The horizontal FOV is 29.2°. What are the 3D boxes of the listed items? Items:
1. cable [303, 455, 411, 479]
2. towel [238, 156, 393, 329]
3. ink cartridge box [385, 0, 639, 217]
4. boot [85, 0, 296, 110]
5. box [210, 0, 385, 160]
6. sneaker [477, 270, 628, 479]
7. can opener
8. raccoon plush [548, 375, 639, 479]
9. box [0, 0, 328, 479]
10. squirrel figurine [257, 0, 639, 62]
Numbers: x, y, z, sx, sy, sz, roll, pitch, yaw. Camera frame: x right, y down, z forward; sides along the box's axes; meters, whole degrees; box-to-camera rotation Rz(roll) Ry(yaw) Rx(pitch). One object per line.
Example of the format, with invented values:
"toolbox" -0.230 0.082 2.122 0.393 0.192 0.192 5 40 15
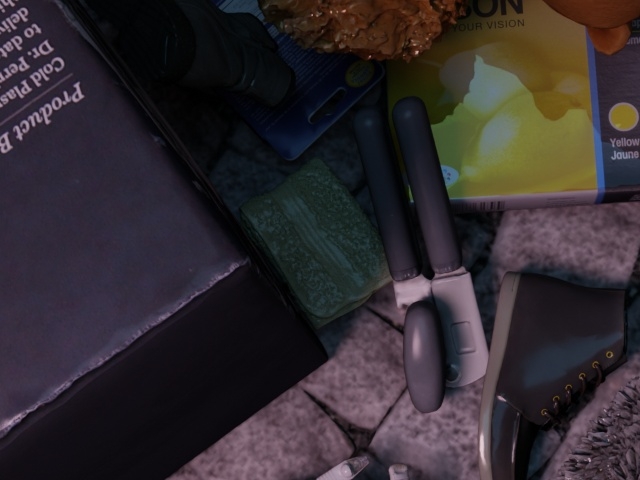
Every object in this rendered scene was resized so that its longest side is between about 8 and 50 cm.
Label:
"cable" -0.001 0.341 1.083 0.257 0.089 0.257 -21 77 3
"towel" 0.000 0.000 1.178 0.110 0.027 0.148 -34 76 -7
"ink cartridge box" 0.213 -0.183 1.173 0.303 0.072 0.307 -4 81 8
"boot" -0.129 -0.218 1.156 0.083 0.161 0.246 -47 56 28
"box" -0.056 -0.193 1.224 0.136 0.036 0.225 -43 75 -2
"sneaker" 0.208 0.138 1.092 0.118 0.083 0.222 5 78 18
"can opener" 0.092 0.013 1.102 0.074 0.093 0.280 -11 102 13
"raccoon plush" 0.295 0.162 0.973 0.216 0.299 0.447 5 79 8
"box" -0.262 -0.037 0.991 0.297 0.480 0.472 -35 77 -2
"squirrel figurine" 0.120 -0.294 1.084 0.397 0.281 0.370 -40 70 1
